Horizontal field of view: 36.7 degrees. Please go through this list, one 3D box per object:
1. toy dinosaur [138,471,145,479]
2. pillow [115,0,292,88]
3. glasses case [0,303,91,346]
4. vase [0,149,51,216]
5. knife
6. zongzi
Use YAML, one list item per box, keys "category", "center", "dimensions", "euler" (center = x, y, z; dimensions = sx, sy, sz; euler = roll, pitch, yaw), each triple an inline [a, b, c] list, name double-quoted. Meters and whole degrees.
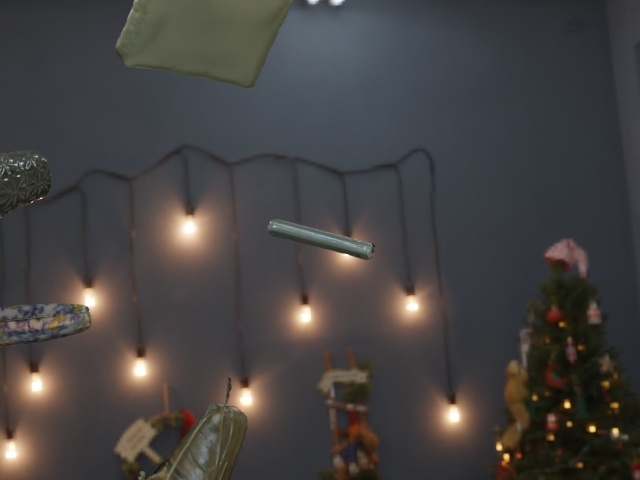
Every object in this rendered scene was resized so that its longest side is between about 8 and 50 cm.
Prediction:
- category: "toy dinosaur"
  center: [-0.306, 0.432, 1.703]
  dimensions: [0.037, 0.058, 0.180]
  euler: [7, -36, -20]
- category: "pillow"
  center: [-0.226, -0.438, 1.926]
  dimensions: [0.322, 0.255, 0.120]
  euler: [6, 33, -39]
- category: "glasses case"
  center: [-0.527, 0.148, 1.686]
  dimensions: [0.248, 0.065, 0.087]
  euler: [-6, -20, -18]
- category: "vase"
  center: [-0.653, -0.084, 1.821]
  dimensions: [0.301, 0.156, 0.251]
  euler: [-30, -21, -56]
- category: "knife"
  center: [0.000, 0.000, 1.390]
  dimensions: [0.162, 0.023, 0.044]
  euler: [15, -21, 15]
- category: "zongzi"
  center: [-0.129, 0.297, 1.237]
  dimensions: [0.081, 0.189, 0.178]
  euler: [38, 1, -33]
